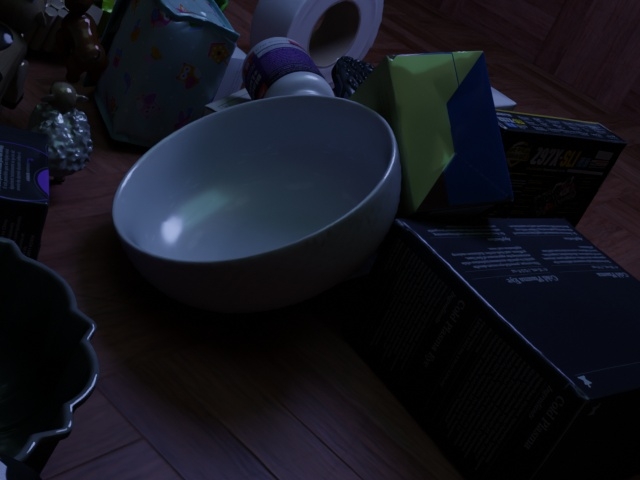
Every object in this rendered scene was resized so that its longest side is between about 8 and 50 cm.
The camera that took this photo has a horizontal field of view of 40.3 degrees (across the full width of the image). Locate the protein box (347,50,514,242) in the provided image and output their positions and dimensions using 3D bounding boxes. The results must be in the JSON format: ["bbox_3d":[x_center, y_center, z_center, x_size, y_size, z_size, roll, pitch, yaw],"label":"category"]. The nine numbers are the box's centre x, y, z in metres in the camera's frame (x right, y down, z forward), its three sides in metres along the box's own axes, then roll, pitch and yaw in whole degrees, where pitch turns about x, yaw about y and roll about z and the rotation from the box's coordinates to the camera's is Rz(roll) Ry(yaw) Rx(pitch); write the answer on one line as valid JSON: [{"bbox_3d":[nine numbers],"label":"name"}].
[{"bbox_3d":[0.129,-0.115,1.141,0.136,0.201,0.199,-6,80,-18],"label":"protein box"}]

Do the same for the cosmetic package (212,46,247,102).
[{"bbox_3d":[-0.232,-0.328,1.554,0.086,0.117,0.231,-5,40,-46],"label":"cosmetic package"}]

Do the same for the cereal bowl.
[{"bbox_3d":[-0.064,-0.030,1.042,0.339,0.141,0.339,-11,36,8],"label":"cereal bowl"}]

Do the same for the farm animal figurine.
[{"bbox_3d":[-0.426,-0.258,1.084,0.330,0.172,0.326,13,59,-18],"label":"farm animal figurine"}]

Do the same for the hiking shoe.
[{"bbox_3d":[0.064,-0.152,1.352,0.113,0.132,0.304,9,51,-38],"label":"hiking shoe"}]

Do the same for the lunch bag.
[{"bbox_3d":[-0.256,-0.288,1.340,0.160,0.223,0.262,12,27,-34],"label":"lunch bag"}]

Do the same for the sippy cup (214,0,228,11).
[{"bbox_3d":[-0.346,-0.559,1.787,0.306,0.240,0.224,0,41,-1],"label":"sippy cup"}]

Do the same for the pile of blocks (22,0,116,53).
[{"bbox_3d":[-0.437,-0.372,1.447,0.362,0.112,0.149,-7,64,-42],"label":"pile of blocks"}]

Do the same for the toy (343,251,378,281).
[{"bbox_3d":[0.000,0.000,1.214,0.137,0.056,0.237,38,30,22],"label":"toy"}]

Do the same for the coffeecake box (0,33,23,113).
[{"bbox_3d":[-0.512,-0.255,1.241,0.142,0.068,0.185,13,28,-18],"label":"coffeecake box"}]

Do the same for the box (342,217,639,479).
[{"bbox_3d":[0.264,0.129,1.060,0.343,0.178,0.312,-1,35,-40],"label":"box"}]

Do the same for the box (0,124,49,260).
[{"bbox_3d":[-0.413,-0.038,0.844,0.270,0.143,0.165,11,28,-24],"label":"box"}]

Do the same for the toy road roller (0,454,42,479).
[{"bbox_3d":[-0.219,0.285,0.415,0.330,0.240,0.202,-24,42,-8],"label":"toy road roller"}]

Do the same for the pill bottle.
[{"bbox_3d":[-0.041,-0.206,1.248,0.108,0.108,0.193,10,30,-26],"label":"pill bottle"}]

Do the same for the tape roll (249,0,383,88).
[{"bbox_3d":[-0.004,-0.433,1.747,0.100,0.286,0.286,38,30,28],"label":"tape roll"}]

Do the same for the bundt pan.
[{"bbox_3d":[-0.346,0.106,0.661,0.331,0.124,0.331,20,27,-11],"label":"bundt pan"}]

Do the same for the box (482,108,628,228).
[{"bbox_3d":[0.310,-0.073,1.379,0.322,0.257,0.079,-2,35,-40],"label":"box"}]

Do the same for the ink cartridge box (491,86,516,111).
[{"bbox_3d":[0.179,-0.168,1.469,0.168,0.232,0.171,39,30,27],"label":"ink cartridge box"}]

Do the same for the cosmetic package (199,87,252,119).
[{"bbox_3d":[-0.069,-0.166,1.396,0.160,0.113,0.309,30,28,9],"label":"cosmetic package"}]
